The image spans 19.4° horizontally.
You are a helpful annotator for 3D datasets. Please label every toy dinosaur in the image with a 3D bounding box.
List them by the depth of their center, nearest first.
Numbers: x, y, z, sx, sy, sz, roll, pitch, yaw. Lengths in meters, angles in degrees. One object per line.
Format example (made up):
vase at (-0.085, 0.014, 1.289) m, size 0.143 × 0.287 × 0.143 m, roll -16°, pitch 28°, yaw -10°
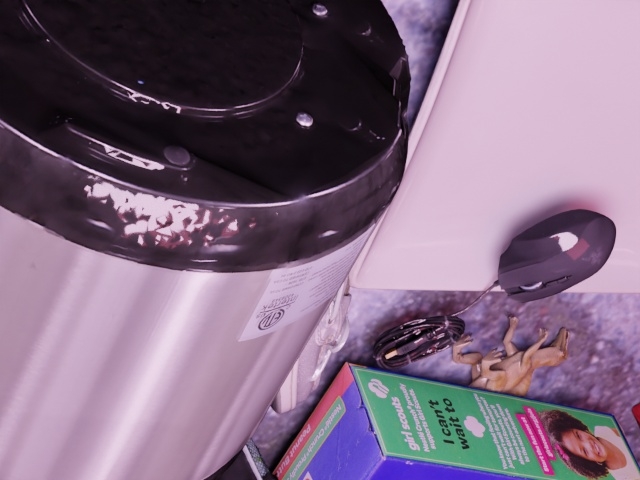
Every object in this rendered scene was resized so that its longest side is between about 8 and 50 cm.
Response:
toy dinosaur at (0.157, 0.128, 1.728) m, size 0.183 × 0.053 × 0.093 m, roll -29°, pitch 131°, yaw -6°

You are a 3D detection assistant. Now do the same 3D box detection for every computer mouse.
computer mouse at (0.152, 0.051, 1.623) m, size 0.242 × 0.041 × 0.071 m, roll -34°, pitch 138°, yaw 14°

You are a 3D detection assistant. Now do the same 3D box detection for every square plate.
square plate at (0.219, -0.098, 1.585) m, size 0.347 × 0.049 × 0.344 m, roll 1°, pitch 128°, yaw -27°

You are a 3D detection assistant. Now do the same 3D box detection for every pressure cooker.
pressure cooker at (-0.173, -0.005, 1.236) m, size 0.369 × 0.375 × 0.420 m, roll 11°, pitch 134°, yaw -19°

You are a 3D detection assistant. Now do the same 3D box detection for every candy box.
candy box at (0.103, 0.267, 1.733) m, size 0.317 × 0.122 × 0.268 m, roll 12°, pitch 126°, yaw -33°

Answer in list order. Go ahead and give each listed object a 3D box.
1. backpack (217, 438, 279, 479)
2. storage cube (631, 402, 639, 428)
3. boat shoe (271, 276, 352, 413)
backpack at (-0.121, 0.269, 1.562) m, size 0.225 × 0.253 × 0.191 m, roll -33°, pitch 150°, yaw -4°
storage cube at (0.452, 0.232, 1.854) m, size 0.215 × 0.193 × 0.184 m, roll -30°, pitch 130°, yaw -6°
boat shoe at (-0.001, -0.002, 1.523) m, size 0.103 × 0.118 × 0.320 m, roll -3°, pitch 116°, yaw -20°
